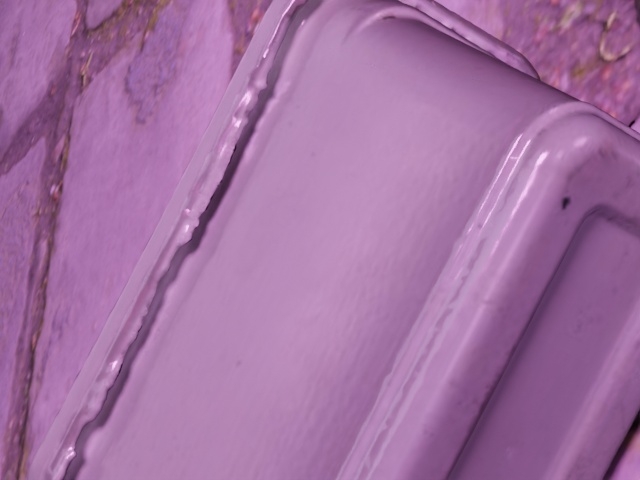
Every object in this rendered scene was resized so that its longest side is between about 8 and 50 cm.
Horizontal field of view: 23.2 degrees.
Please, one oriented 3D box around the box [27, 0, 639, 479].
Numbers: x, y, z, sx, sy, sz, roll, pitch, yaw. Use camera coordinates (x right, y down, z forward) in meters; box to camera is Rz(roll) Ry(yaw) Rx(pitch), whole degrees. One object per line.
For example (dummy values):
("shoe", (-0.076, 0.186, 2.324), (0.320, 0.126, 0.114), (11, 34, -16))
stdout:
("box", (0.030, 0.056, 0.679), (0.182, 0.175, 0.312), (33, 97, 52))
